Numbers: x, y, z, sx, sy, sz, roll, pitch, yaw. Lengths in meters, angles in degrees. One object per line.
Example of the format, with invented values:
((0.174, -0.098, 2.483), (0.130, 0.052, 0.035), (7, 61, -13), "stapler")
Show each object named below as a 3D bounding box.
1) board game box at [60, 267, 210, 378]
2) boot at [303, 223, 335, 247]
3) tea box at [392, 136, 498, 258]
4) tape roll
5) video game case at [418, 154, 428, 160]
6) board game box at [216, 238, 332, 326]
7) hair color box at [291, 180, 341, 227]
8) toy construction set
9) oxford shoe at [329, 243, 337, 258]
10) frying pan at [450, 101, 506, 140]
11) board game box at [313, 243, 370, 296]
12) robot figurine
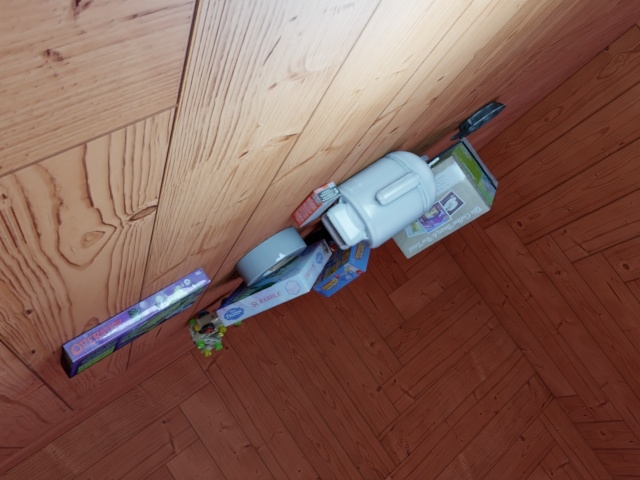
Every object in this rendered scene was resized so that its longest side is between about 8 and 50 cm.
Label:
((-0.438, 0.196, 1.279), (0.347, 0.056, 0.208), (-32, 178, -35), "board game box")
((0.000, 0.000, 1.971), (0.246, 0.094, 0.207), (-42, 178, -1), "boot")
((0.402, -0.153, 1.860), (0.329, 0.220, 0.323), (-34, -174, 29), "tea box")
((-0.149, 0.049, 1.628), (0.219, 0.072, 0.219), (-34, 174, -4), "tape roll")
((0.292, -0.243, 2.043), (0.206, 0.026, 0.227), (-39, 174, 34), "video game case")
((-0.143, 0.132, 1.761), (0.318, 0.066, 0.319), (-25, -168, 20), "board game box")
((-0.012, -0.092, 1.383), (0.072, 0.043, 0.141), (-31, 174, -37), "hair color box")
((-0.381, 0.316, 2.121), (0.327, 0.151, 0.215), (-42, 151, -6), "toy construction set")
((0.066, -0.032, 2.280), (0.271, 0.097, 0.098), (-50, -165, 44), "oxford shoe")
((0.531, -0.407, 1.933), (0.326, 0.053, 0.197), (-31, 174, -21), "frying pan")
((0.108, 0.052, 2.350), (0.302, 0.086, 0.308), (-42, -155, 49), "board game box")
((0.176, -0.115, 1.492), (0.353, 0.200, 0.300), (-34, -177, -15), "robot figurine")
